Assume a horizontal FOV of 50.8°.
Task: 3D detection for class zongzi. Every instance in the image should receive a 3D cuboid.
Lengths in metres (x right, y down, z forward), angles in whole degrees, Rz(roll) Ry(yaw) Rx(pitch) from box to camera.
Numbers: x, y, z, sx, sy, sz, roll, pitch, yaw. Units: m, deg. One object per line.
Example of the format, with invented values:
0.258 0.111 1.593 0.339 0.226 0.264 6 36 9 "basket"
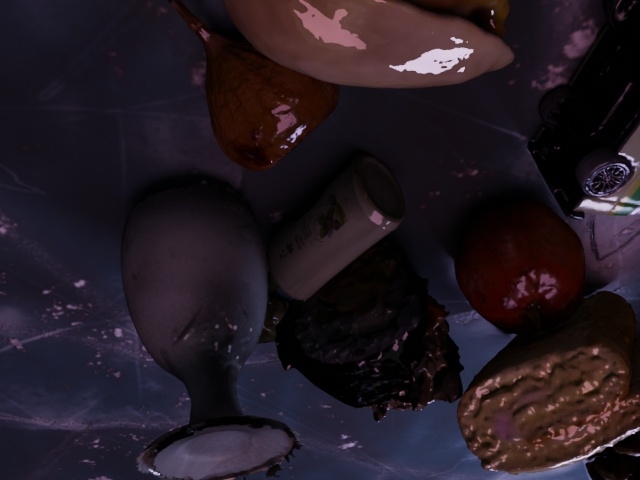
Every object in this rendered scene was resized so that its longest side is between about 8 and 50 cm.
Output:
-0.089 0.148 1.072 0.154 0.062 0.130 -26 144 27 "zongzi"

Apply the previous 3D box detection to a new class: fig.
-0.087 -0.171 0.709 0.201 0.134 0.146 36 109 -16 "fig"

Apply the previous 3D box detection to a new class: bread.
0.347 0.200 0.964 0.236 0.165 0.375 -33 170 24 "bread"

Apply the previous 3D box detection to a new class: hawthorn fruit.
0.275 0.049 0.905 0.179 0.200 0.179 -3 129 -3 "hawthorn fruit"

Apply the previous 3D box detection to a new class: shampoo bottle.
0.000 0.000 0.881 0.087 0.118 0.234 30 125 -29 "shampoo bottle"

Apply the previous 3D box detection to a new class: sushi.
0.084 0.141 0.959 0.225 0.239 0.219 -13 142 30 "sushi"

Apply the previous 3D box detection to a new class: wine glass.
-0.141 0.102 0.813 0.190 0.357 0.190 -12 144 -9 "wine glass"

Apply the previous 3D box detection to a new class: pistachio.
0.051 -0.235 0.626 0.299 0.188 0.188 7 134 -20 "pistachio"

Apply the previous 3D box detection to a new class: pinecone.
0.567 0.330 1.220 0.243 0.244 0.309 -19 119 13 "pinecone"

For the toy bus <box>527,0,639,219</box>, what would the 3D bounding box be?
0.385 -0.169 0.739 0.178 0.143 0.306 7 133 -17 "toy bus"
